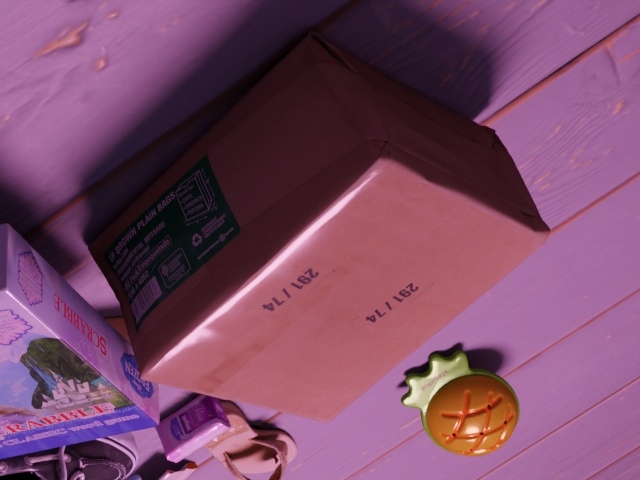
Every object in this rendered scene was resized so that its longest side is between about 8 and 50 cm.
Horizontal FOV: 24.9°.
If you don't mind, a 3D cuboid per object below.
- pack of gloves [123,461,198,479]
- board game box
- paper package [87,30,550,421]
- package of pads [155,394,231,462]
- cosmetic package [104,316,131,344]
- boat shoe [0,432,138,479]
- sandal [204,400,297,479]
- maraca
[{"bbox_3d":[-0.280,0.342,1.762,0.232,0.046,0.195,-44,162,13],"label":"pack of gloves"},{"bbox_3d":[-0.350,0.116,1.302,0.318,0.066,0.318,-14,150,12],"label":"board game box"},{"bbox_3d":[0.000,0.000,1.395,0.325,0.168,0.309,-42,144,21],"label":"paper package"},{"bbox_3d":[-0.150,0.218,1.695,0.083,0.050,0.032,-34,147,10],"label":"package of pads"},{"bbox_3d":[-0.186,0.111,1.511,0.115,0.060,0.041,-5,140,-34],"label":"cosmetic package"},{"bbox_3d":[-0.313,0.252,1.569,0.113,0.105,0.306,-42,145,21],"label":"boat shoe"},{"bbox_3d":[-0.083,0.277,1.800,0.088,0.079,0.240,-32,148,6],"label":"sandal"},{"bbox_3d":[0.186,0.216,1.906,0.127,0.099,0.185,-43,121,8],"label":"maraca"}]
